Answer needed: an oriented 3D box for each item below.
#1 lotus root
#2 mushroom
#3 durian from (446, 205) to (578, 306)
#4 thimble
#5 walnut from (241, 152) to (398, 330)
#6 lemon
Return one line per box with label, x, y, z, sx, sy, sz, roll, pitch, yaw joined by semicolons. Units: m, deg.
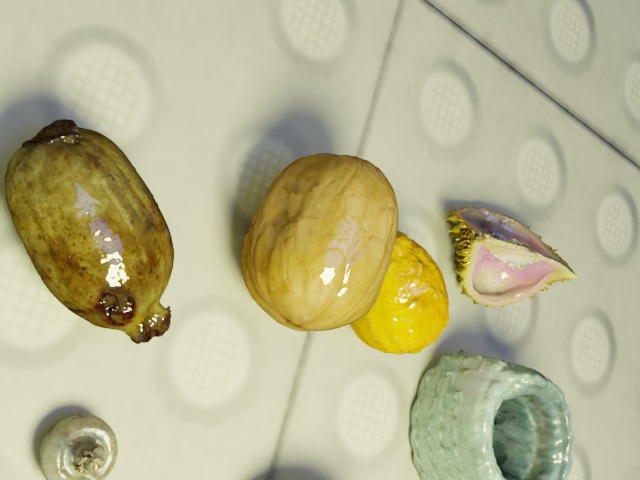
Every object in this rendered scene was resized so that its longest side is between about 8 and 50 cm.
lotus root;-0.232;-0.001;0.967;0.145;0.128;0.260;-42;116;-43
mushroom;-0.251;0.227;0.971;0.085;0.079;0.085;5;82;-38
durian;0.274;0.018;1.381;0.182;0.132;0.165;-15;87;-28
thimble;0.249;0.280;1.322;0.205;0.172;0.250;-25;106;-35
walnut;0.000;0.000;1.114;0.193;0.193;0.225;26;80;-36
lemon;0.099;0.071;1.224;0.142;0.142;0.187;-33;120;-36
